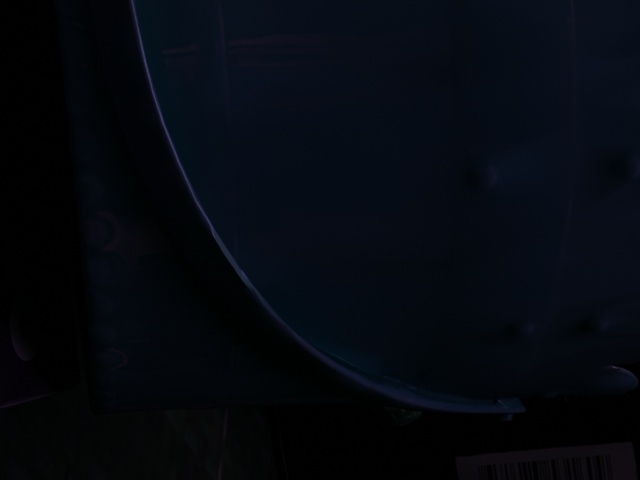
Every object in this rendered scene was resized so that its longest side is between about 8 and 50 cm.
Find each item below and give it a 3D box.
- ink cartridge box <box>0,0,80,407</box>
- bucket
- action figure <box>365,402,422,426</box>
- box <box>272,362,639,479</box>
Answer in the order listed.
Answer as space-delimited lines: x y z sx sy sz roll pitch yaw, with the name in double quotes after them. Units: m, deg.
-0.138 -0.029 0.365 0.332 0.065 0.165 -6 89 -76 "ink cartridge box"
-0.002 -0.070 0.488 0.281 0.183 0.281 173 -90 -79 "bucket"
0.000 0.000 0.763 0.137 0.063 0.232 -41 110 -50 "action figure"
0.153 0.124 0.937 0.294 0.296 0.183 -38 120 -74 "box"
